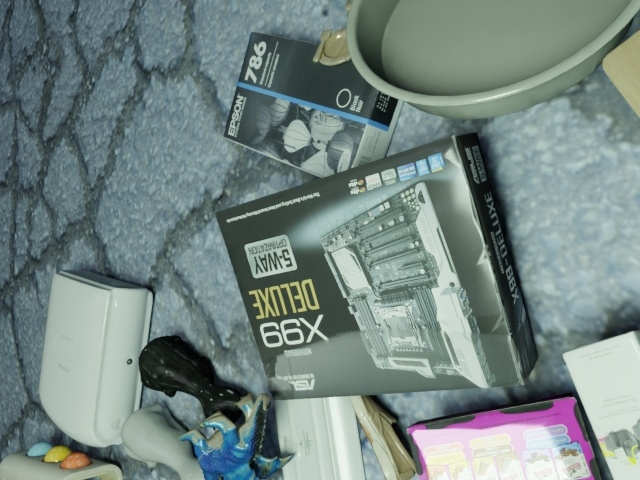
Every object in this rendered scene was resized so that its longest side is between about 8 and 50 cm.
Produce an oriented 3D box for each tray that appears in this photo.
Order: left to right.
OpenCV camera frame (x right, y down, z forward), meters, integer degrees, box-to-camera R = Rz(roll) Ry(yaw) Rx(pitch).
[{"bbox_3d":[-0.012,0.265,0.757,0.145,0.030,0.270,-20,73,40],"label":"tray"}]

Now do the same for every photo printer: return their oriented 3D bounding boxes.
[{"bbox_3d":[-0.436,0.223,1.088,0.256,0.107,0.307,9,92,42],"label":"photo printer"}]

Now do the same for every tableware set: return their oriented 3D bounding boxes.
[{"bbox_3d":[0.075,-0.263,0.686,0.169,0.020,0.141,16,66,36],"label":"tableware set"}]

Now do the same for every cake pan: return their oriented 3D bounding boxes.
[{"bbox_3d":[0.168,-0.238,0.561,0.294,0.054,0.292,-14,58,23],"label":"cake pan"}]

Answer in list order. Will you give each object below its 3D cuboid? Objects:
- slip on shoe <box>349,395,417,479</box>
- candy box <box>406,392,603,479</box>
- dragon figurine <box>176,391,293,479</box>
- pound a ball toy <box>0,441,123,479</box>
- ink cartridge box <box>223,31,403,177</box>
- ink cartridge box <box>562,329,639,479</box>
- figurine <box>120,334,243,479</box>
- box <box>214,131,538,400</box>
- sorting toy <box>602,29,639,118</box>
[{"bbox_3d":[0.071,0.221,0.681,0.041,0.051,0.135,-24,54,-4],"label":"slip on shoe"},{"bbox_3d":[0.188,0.271,0.522,0.159,0.071,0.233,-17,73,20],"label":"candy box"},{"bbox_3d":[-0.098,0.286,0.742,0.289,0.085,0.144,-40,80,38],"label":"dragon figurine"},{"bbox_3d":[-0.524,0.468,1.077,0.319,0.208,0.135,-9,80,42],"label":"pound a ball toy"},{"bbox_3d":[-0.038,-0.193,0.802,0.333,0.065,0.165,26,104,41],"label":"ink cartridge box"},{"bbox_3d":[0.274,0.165,0.459,0.062,0.104,0.181,-30,67,37],"label":"ink cartridge box"},{"bbox_3d":[-0.211,0.290,0.900,0.210,0.092,0.214,25,104,36],"label":"figurine"},{"bbox_3d":[0.049,0.043,0.628,0.308,0.077,0.242,-13,94,34],"label":"box"},{"bbox_3d":[0.390,-0.106,0.391,0.255,0.090,0.257,-39,62,33],"label":"sorting toy"}]
